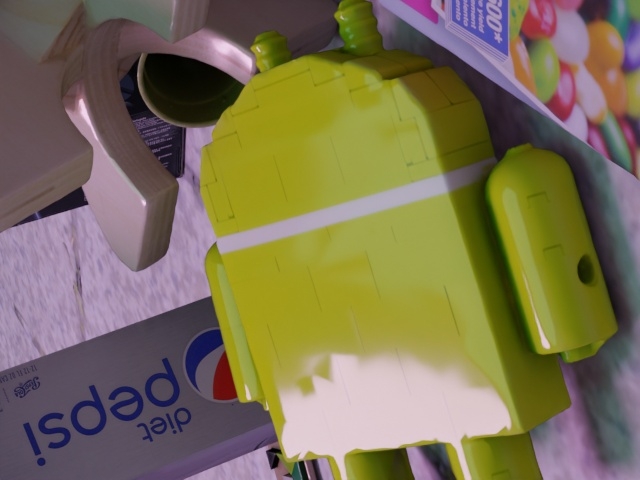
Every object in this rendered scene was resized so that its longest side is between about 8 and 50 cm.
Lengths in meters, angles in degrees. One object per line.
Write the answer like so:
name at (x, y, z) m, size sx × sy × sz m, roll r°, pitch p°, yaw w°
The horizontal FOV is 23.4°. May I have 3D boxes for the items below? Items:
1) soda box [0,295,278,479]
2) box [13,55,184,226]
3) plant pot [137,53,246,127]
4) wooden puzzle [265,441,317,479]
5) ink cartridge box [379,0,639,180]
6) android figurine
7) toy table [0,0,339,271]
soda box at (-0.115, 0.107, 0.949) m, size 0.091 × 0.286 × 0.098 m, roll 65°, pitch 155°, yaw 13°
box at (-0.213, -0.094, 1.148) m, size 0.147 × 0.180 × 0.077 m, roll 53°, pitch 149°, yaw 37°
plant pot at (-0.085, -0.128, 0.993) m, size 0.079 × 0.083 × 0.083 m, roll -118°, pitch 23°, yaw -51°
wooden puzzle at (-0.019, 0.176, 1.127) m, size 0.078 × 0.014 × 0.116 m, roll -15°, pitch 93°, yaw 66°
ink cartridge box at (0.121, -0.122, 0.569) m, size 0.311 × 0.065 × 0.185 m, roll 41°, pitch 142°, yaw 46°
android figurine at (0.028, 0.017, 0.777) m, size 0.248 × 0.056 × 0.272 m, roll -17°, pitch 90°, yaw 45°
toy table at (-0.133, -0.109, 0.828) m, size 0.161 × 0.274 × 0.252 m, roll 42°, pitch 155°, yaw 21°
